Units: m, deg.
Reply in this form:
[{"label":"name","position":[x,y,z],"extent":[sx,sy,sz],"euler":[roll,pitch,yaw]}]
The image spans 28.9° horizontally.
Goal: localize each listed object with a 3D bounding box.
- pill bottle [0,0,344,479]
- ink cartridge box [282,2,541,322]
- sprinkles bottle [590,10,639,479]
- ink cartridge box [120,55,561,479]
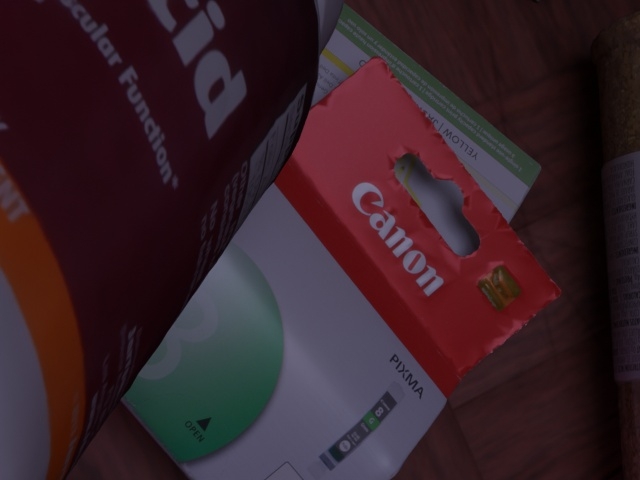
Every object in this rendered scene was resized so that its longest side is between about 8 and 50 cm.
[{"label":"pill bottle","position":[-0.128,-0.058,0.487],"extent":[0.224,0.224,0.392],"euler":[42,34,-9]},{"label":"ink cartridge box","position":[0.000,0.000,0.713],"extent":[0.171,0.056,0.235],"euler":[38,68,-11]},{"label":"sprinkles bottle","position":[0.235,0.038,0.759],"extent":[0.121,0.121,0.355],"euler":[2,79,-21]},{"label":"ink cartridge box","position":[0.003,0.038,0.666],"extent":[0.225,0.056,0.181],"euler":[-39,101,-2]}]
